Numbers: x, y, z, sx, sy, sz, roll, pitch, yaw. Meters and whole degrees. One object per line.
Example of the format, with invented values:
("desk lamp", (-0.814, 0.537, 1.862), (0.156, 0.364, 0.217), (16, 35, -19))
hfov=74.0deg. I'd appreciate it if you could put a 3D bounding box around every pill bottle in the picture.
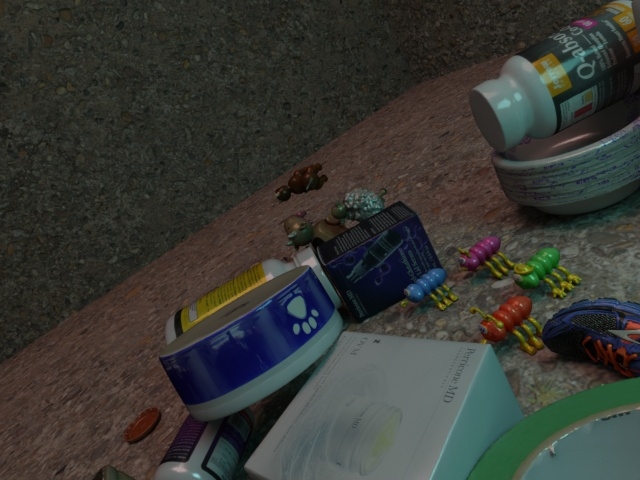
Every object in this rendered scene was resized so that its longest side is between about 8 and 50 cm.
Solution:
("pill bottle", (0.428, -0.284, 0.764), (0.278, 0.162, 0.162), (-28, 20, 9))
("pill bottle", (-0.129, 0.156, 0.879), (0.333, 0.188, 0.188), (-31, 20, 0))
("pill bottle", (-0.181, 0.337, 0.639), (0.108, 0.108, 0.193), (-21, 22, 24))

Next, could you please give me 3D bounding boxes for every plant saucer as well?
("plant saucer", (-0.381, 0.397, 0.912), (0.083, 0.013, 0.083), (-26, 20, 10))

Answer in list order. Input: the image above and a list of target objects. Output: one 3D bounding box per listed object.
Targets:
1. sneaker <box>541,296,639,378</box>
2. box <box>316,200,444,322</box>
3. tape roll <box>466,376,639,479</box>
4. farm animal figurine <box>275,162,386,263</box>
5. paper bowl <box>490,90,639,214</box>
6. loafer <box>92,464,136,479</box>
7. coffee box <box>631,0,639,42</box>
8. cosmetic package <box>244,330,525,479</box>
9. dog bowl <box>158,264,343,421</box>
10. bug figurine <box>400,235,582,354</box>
("sneaker", (0.353, 0.121, 0.462), (0.221, 0.083, 0.087), (-7, 36, 52))
("box", (0.120, 0.041, 0.862), (0.207, 0.153, 0.108), (-31, 21, 2))
("tape roll", (0.249, 0.206, 0.273), (0.321, 0.077, 0.321), (-27, 2, 1))
("farm animal figurine", (0.000, 0.000, 1.043), (0.326, 0.331, 0.172), (21, 45, 29))
("paper bowl", (0.493, -0.156, 0.818), (0.284, 0.148, 0.284), (-26, 21, 11))
("loafer", (-0.270, 0.428, 0.572), (0.102, 0.092, 0.268), (-54, 33, 11))
("coffee box", (0.680, -0.246, 0.500), (0.338, 0.335, 0.338), (-31, 20, -2))
("cosmetic package", (0.077, 0.234, 0.488), (0.224, 0.138, 0.224), (-6, 31, 45))
("dog bowl", (-0.103, 0.146, 0.652), (0.264, 0.104, 0.265), (-30, 4, 3))
("bug figurine", (0.268, 0.071, 0.703), (0.216, 0.072, 0.279), (-35, 20, -14))
